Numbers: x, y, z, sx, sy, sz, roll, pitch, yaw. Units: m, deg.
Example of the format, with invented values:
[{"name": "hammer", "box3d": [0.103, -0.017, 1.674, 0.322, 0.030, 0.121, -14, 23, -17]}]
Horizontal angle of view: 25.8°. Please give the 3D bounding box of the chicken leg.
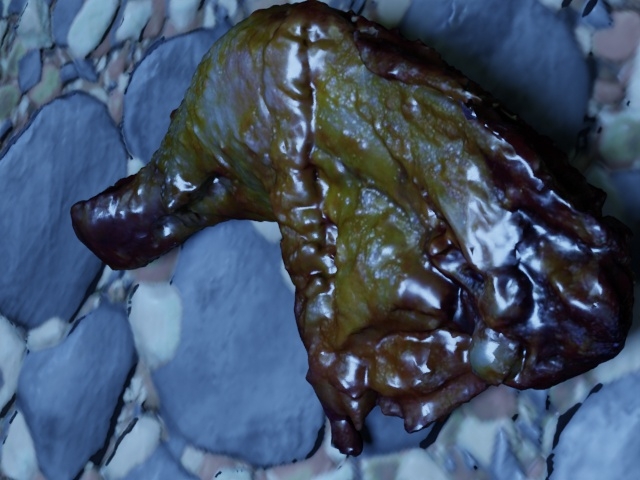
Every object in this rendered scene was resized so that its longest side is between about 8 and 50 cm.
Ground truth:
[{"name": "chicken leg", "box3d": [0.001, -0.013, 0.605, 0.322, 0.083, 0.177, 32, 113, 41]}]
